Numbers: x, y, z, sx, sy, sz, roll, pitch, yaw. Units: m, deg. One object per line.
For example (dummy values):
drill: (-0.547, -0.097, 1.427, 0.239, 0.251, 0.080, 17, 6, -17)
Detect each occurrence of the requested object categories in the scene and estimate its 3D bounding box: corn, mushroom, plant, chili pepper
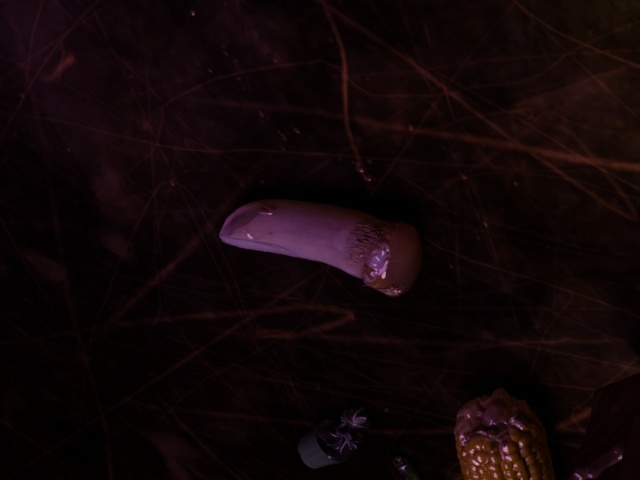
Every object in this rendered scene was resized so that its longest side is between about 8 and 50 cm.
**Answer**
corn: (0.196, 0.255, 1.611, 0.091, 0.091, 0.260, 2, 137, 23)
mushroom: (0.000, 0.000, 1.505, 0.209, 0.071, 0.084, 13, 169, 30)
plant: (0.021, 0.213, 1.726, 0.051, 0.051, 0.102, 44, 135, -11)
chili pepper: (0.100, 0.269, 1.750, 0.027, 0.022, 0.083, -14, 128, 4)

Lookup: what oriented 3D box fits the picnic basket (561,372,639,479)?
picnic basket: (0.341, 0.230, 1.276, 0.291, 0.321, 0.254, -32, 106, 36)
